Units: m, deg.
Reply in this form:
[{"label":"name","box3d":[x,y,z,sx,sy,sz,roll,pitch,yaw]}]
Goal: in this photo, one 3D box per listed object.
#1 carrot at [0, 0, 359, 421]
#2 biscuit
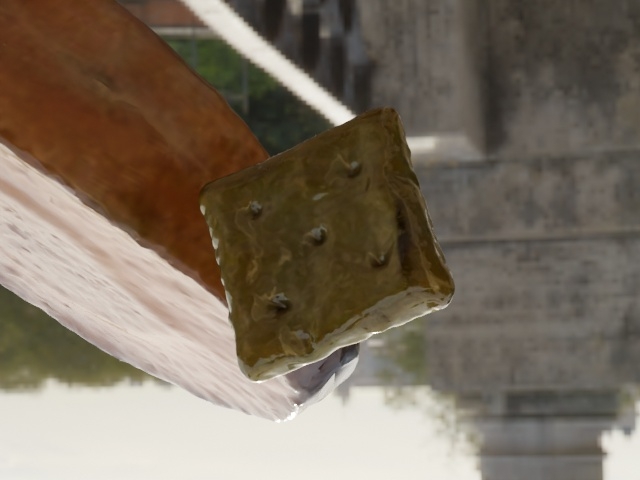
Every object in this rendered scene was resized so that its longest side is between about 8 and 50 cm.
[{"label":"carrot","box3d":[-0.115,-0.020,0.727,0.307,0.100,0.258,37,161,12]},{"label":"biscuit","box3d":[0.000,0.000,0.530,0.081,0.083,0.018,-23,150,14]}]
